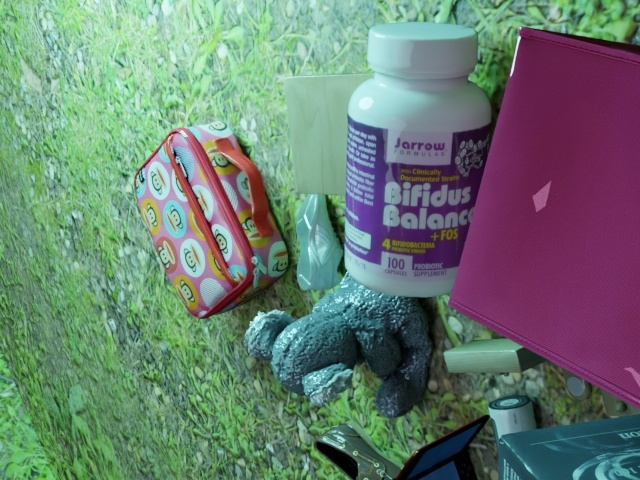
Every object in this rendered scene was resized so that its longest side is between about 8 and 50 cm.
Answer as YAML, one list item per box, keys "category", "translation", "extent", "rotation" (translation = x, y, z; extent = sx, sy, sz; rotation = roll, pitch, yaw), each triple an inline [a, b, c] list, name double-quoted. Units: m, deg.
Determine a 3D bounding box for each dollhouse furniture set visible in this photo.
- category: "dollhouse furniture set"
  translation: [0.253, 0.160, 1.090]
  extent: [0.144, 0.151, 0.123]
  rotation: [-12, 94, 55]

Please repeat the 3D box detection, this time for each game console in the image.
- category: "game console"
  translation: [0.167, 0.309, 1.257]
  extent: [0.085, 0.144, 0.124]
  rotation: [-23, 85, 53]

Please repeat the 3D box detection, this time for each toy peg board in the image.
- category: "toy peg board"
  translation: [0.045, -0.148, 1.312]
  extent: [0.160, 0.079, 0.161]
  rotation: [4, 108, 34]

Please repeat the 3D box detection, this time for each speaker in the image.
- category: "speaker"
  translation: [0.250, 0.267, 1.213]
  extent: [0.055, 0.055, 0.136]
  rotation: [-4, 100, 52]

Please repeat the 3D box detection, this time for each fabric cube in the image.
- category: "fabric cube"
  translation: [0.308, -0.024, 0.840]
  extent: [0.254, 0.259, 0.258]
  rotation: [27, 112, 44]

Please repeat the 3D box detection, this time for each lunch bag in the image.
- category: "lunch bag"
  translation: [-0.172, -0.040, 1.581]
  extent: [0.258, 0.120, 0.293]
  rotation: [-38, 75, 46]

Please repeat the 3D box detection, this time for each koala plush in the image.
- category: "koala plush"
  translation: [0.021, 0.139, 1.313]
  extent: [0.196, 0.221, 0.203]
  rotation: [40, 131, 36]

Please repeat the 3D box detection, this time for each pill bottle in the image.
- category: "pill bottle"
  translation: [0.115, -0.099, 1.150]
  extent: [0.169, 0.169, 0.302]
  rotation: [23, 121, 45]

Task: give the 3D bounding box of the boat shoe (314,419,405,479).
- category: "boat shoe"
  translation: [0.075, 0.353, 1.449]
  extent: [0.207, 0.073, 0.073]
  rotation: [34, 127, 38]

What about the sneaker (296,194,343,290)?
- category: "sneaker"
  translation: [0.000, 0.000, 1.430]
  extent: [0.053, 0.061, 0.152]
  rotation: [-14, 73, 60]

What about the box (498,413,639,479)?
- category: "box"
  translation: [0.357, 0.275, 0.766]
  extent: [0.312, 0.343, 0.179]
  rotation: [-128, 34, -69]
